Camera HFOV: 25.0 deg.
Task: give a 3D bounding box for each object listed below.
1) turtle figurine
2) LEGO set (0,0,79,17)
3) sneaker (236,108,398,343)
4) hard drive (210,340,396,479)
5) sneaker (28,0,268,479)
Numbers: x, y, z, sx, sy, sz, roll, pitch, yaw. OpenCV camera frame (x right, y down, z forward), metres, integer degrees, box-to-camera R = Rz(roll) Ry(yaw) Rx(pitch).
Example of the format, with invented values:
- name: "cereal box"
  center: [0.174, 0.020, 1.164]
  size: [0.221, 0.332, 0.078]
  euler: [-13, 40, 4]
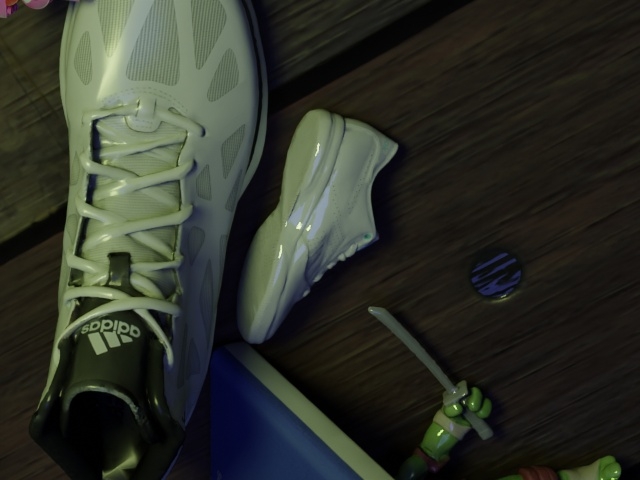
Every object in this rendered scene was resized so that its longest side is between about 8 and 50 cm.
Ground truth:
- name: "turtle figurine"
  center: [0.147, 0.232, 1.252]
  size: [0.266, 0.198, 0.274]
  euler: [6, 120, -14]
- name: "LEGO set"
  center: [-0.180, -0.278, 1.038]
  size: [0.093, 0.087, 0.227]
  euler: [8, 115, 8]
- name: "sneaker"
  center: [0.000, 0.000, 1.200]
  size: [0.094, 0.080, 0.212]
  euler: [14, 112, -24]
- name: "hard drive"
  center: [-0.002, 0.245, 1.184]
  size: [0.040, 0.319, 0.210]
  euler: [-13, 119, -28]
- name: "sneaker"
  center: [-0.123, -0.001, 1.082]
  size: [0.169, 0.257, 0.447]
  euler: [3, 115, -7]
